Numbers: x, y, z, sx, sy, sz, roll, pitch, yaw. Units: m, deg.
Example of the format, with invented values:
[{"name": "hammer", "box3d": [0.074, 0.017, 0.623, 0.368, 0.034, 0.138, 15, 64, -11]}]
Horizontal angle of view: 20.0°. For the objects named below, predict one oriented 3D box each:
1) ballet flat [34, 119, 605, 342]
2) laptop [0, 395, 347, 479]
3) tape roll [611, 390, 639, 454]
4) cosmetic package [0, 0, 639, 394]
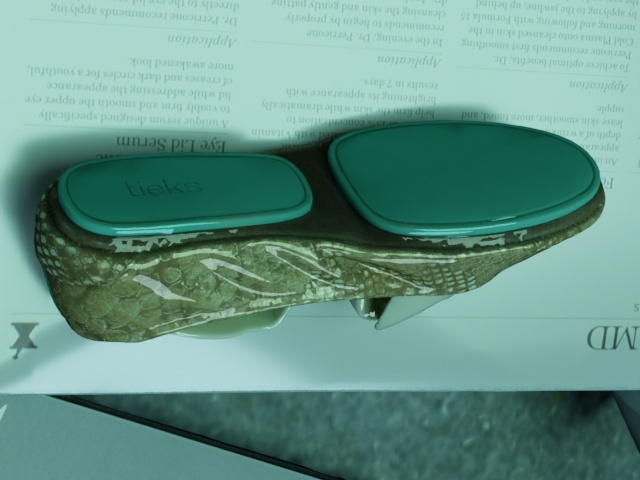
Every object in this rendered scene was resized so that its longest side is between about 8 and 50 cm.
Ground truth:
[{"name": "ballet flat", "box3d": [0.000, 0.000, 0.645, 0.206, 0.073, 0.067, -3, 132, -16]}, {"name": "laptop", "box3d": [0.001, 0.308, 0.752, 0.408, 0.236, 0.382, 25, 86, -46]}, {"name": "tape roll", "box3d": [0.248, 0.045, 0.878, 0.219, 0.219, 0.072, -41, 121, -21]}, {"name": "cosmetic package", "box3d": [0.033, -0.086, 0.711, 0.377, 0.097, 0.284, 2, 100, -20]}]
